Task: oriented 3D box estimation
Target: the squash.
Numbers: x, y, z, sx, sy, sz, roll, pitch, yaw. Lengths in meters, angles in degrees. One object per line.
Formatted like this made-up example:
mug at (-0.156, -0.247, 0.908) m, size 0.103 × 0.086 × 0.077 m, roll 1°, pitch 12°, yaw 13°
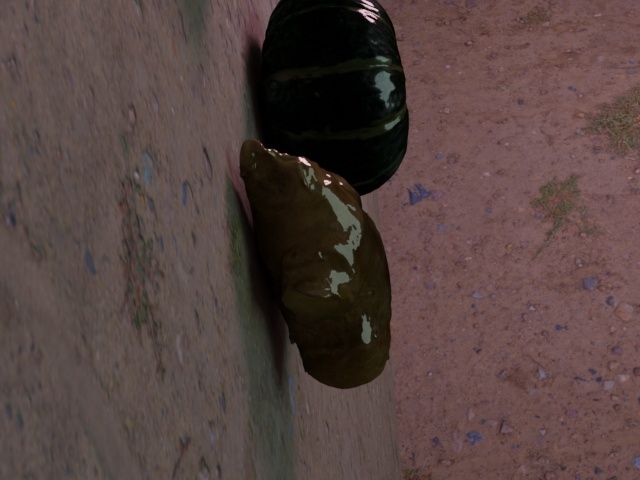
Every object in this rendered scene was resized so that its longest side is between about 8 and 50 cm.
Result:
squash at (0.017, -0.176, 1.216) m, size 0.252 × 0.165 × 0.252 m, roll -8°, pitch 90°, yaw -87°

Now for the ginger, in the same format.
ginger at (0.000, 0.000, 1.031) m, size 0.219 × 0.123 × 0.270 m, roll -85°, pitch 165°, yaw -52°
